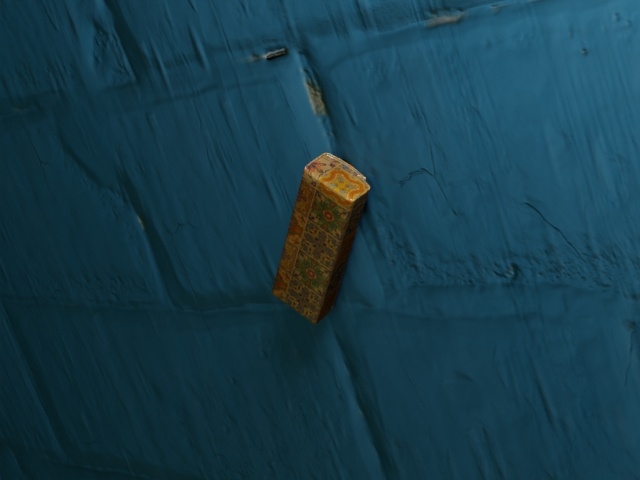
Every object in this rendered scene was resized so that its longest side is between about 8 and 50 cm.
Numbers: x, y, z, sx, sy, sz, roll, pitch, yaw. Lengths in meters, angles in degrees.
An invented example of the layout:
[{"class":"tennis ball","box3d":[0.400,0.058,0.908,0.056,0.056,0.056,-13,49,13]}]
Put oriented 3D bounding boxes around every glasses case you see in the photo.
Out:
[{"class":"glasses case","box3d":[0.000,0.000,1.488,0.075,0.049,0.218,34,137,18]}]
